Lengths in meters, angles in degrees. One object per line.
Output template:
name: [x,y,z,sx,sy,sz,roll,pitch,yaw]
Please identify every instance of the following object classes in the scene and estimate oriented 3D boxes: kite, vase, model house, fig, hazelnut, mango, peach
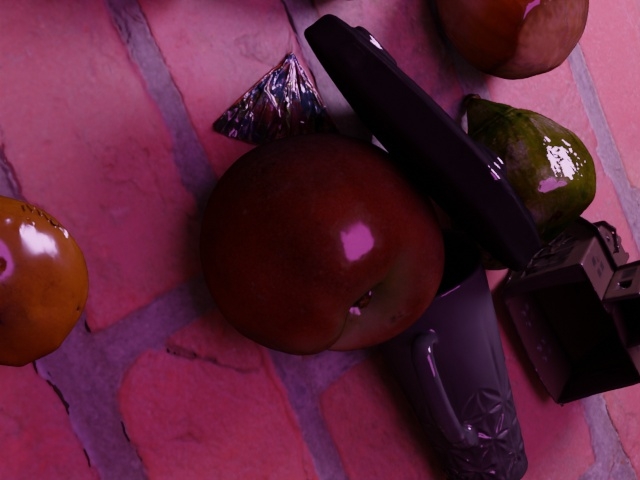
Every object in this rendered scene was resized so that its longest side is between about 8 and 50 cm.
kite: [-0.028,-0.131,1.328,0.232,0.009,0.189,9,77,-38]
vase: [0.157,0.162,1.347,0.251,0.156,0.300,-66,137,-67]
model house: [0.395,0.062,1.541,0.211,0.204,0.243,61,36,-15]
fig: [0.231,-0.100,1.448,0.203,0.203,0.235,-15,66,-40]
hazelnut: [0.252,-0.312,1.483,0.214,0.176,0.214,22,43,-22]
mango: [-0.312,0.013,0.983,0.156,0.151,0.248,-44,118,2]
peach: [0.000,0.000,1.195,0.252,0.252,0.252,7,79,-38]

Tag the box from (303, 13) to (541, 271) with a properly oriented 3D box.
box: [0.119,-0.105,1.240,0.073,0.290,0.289,-43,156,3]
